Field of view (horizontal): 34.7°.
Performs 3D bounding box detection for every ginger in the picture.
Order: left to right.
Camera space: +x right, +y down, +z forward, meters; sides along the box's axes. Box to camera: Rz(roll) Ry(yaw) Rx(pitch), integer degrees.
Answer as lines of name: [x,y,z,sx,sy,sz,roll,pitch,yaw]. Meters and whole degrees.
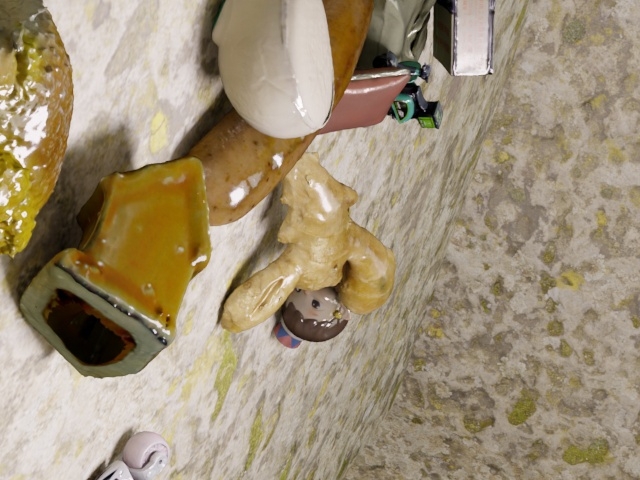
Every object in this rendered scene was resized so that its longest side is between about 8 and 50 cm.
ginger: [0.019,0.009,1.823,0.363,0.122,0.348,2,124,-29]

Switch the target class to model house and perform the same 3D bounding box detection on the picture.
model house: [-0.232,0.017,1.210,0.268,0.173,0.239,-34,-149,54]

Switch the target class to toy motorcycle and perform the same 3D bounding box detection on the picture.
toy motorcycle: [-0.326,0.407,1.585,0.254,0.112,0.112,-60,164,-16]
toy motorcycle: [0.154,-0.267,1.795,0.173,0.100,0.058,64,37,-49]

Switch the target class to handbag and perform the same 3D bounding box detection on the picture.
handbag: [0.139,-0.394,1.867,0.315,0.109,0.253,94,20,-51]

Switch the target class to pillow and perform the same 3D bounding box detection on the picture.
pillow: [0.050,-0.240,1.734,0.179,0.075,0.171,-11,158,-20]

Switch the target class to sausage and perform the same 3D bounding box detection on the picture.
sausage: [-0.044,-0.212,1.490,0.500,0.136,0.123,-57,-165,-28]

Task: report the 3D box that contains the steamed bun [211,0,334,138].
steamed bun: [-0.064,-0.245,1.330,0.177,0.131,0.228,-33,117,-68]

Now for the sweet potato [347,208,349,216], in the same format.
sweet potato: [0.042,0.004,2.221,0.074,0.075,0.269,-55,151,-35]

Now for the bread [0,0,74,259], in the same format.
bread: [-0.286,-0.092,0.765,0.195,0.176,0.246,-44,154,-58]

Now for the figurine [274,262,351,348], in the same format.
figurine: [-0.010,0.114,2.085,0.158,0.161,0.275,-15,132,-36]

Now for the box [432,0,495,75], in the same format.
box: [0.264,-0.475,1.900,0.198,0.084,0.310,-101,-172,-68]
